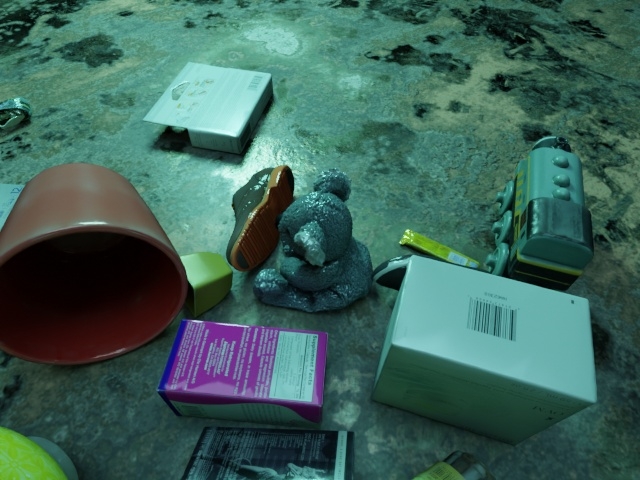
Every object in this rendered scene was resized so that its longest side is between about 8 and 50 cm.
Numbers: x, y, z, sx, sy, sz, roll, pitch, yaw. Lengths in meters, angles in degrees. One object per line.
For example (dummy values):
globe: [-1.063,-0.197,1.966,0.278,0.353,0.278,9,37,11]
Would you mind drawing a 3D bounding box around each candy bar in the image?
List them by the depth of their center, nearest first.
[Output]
candy bar: [0.233,0.024,0.820,0.162,0.018,0.040,27,60,18]

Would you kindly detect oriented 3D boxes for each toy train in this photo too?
toy train: [0.405,-0.043,0.768,0.142,0.190,0.333,17,54,11]

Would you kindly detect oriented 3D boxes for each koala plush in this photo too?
koala plush: [0.000,0.000,0.704,0.203,0.221,0.196,16,53,10]

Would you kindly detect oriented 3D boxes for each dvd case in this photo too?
dvd case: [-0.070,0.309,0.528,0.221,0.018,0.164,-2,24,8]

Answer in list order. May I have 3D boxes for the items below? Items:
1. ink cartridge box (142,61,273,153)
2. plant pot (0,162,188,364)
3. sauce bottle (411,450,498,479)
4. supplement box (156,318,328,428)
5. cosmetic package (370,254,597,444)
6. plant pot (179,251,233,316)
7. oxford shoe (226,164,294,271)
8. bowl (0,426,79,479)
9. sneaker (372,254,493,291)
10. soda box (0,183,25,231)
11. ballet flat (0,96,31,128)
ink cartridge box: [-0.274,-0.346,1.070,0.239,0.060,0.275,11,53,8]
plant pot: [-0.376,0.017,0.673,0.275,0.274,0.243,-20,47,-16]
sauce bottle: [0.062,0.379,0.481,0.345,0.111,0.111,-22,56,-18]
supplement box: [-0.102,0.198,0.617,0.220,0.111,0.113,6,52,2]
cosmetic package: [0.203,0.161,0.582,0.224,0.224,0.138,14,56,10]
plant pot: [-0.202,0.068,0.740,0.083,0.081,0.081,-24,55,-34]
oxford shoe: [-0.134,-0.046,0.833,0.099,0.096,0.271,0,43,21]
bowl: [-0.377,0.316,0.469,0.290,0.289,0.156,14,11,9]
sneaker: [0.205,0.090,0.717,0.235,0.084,0.097,8,61,-5]
soda box: [-0.610,0.027,0.750,0.098,0.091,0.286,4,52,0]
ballet flat: [-0.800,-0.290,1.015,0.188,0.070,0.070,-33,60,-20]
